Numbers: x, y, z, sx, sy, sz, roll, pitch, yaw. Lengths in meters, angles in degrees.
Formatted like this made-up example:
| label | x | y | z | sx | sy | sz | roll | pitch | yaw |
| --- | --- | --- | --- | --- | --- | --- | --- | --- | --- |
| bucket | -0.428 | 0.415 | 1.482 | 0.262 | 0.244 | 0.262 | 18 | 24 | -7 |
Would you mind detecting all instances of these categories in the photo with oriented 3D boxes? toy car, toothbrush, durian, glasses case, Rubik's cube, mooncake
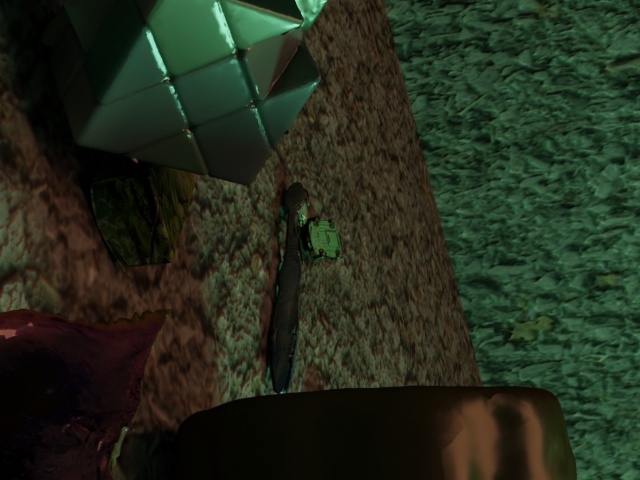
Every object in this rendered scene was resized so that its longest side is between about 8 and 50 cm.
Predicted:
| label | x | y | z | sx | sy | sz | roll | pitch | yaw |
| --- | --- | --- | --- | --- | --- | --- | --- | --- | --- |
| toy car | 0.000 | 0.000 | 2.192 | 0.122 | 0.035 | 0.059 | 3 | 75 | -69 |
| toothbrush | -0.037 | 0.052 | 1.964 | 0.413 | 0.035 | 0.042 | -85 | 162 | -54 |
| durian | -0.190 | 0.165 | 0.958 | 0.260 | 0.154 | 0.186 | -85 | -178 | -71 |
| glasses case | -0.158 | -0.085 | 1.498 | 0.272 | 0.062 | 0.095 | -81 | 161 | -59 |
| Rubik's cube | -0.133 | -0.189 | 1.355 | 0.265 | 0.224 | 0.213 | 14 | 37 | -35 |
| mooncake | 0.054 | 0.249 | 1.426 | 0.378 | 0.378 | 0.200 | 40 | 44 | -70 |
